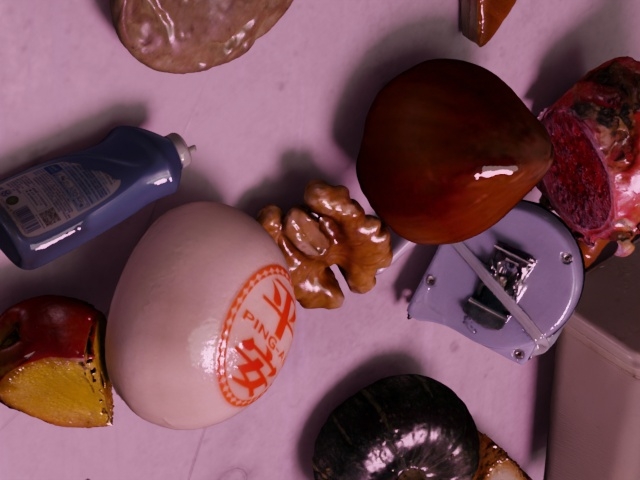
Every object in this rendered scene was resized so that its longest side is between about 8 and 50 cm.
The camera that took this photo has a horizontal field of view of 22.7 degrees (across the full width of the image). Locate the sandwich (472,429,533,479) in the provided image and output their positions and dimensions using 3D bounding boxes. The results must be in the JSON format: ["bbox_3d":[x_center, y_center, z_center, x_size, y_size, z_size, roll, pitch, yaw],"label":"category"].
[{"bbox_3d":[0.176,0.421,2.156,0.301,0.099,0.271,-47,143,-7],"label":"sandwich"}]

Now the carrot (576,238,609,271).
[{"bbox_3d":[0.340,0.008,2.041,0.048,0.048,0.216,6,121,-43],"label":"carrot"}]

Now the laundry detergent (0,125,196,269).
[{"bbox_3d":[-0.208,-0.050,1.487,0.206,0.096,0.061,-28,137,-22],"label":"laundry detergent"}]

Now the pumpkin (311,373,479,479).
[{"bbox_3d":[0.093,0.263,1.928,0.212,0.152,0.211,-17,124,-28],"label":"pumpkin"}]

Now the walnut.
[{"bbox_3d":[0.000,0.000,1.711,0.143,0.069,0.170,-26,135,6],"label":"walnut"}]

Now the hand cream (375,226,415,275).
[{"bbox_3d":[0.136,-0.048,1.813,0.255,0.048,0.079,-46,-178,-8],"label":"hand cream"}]

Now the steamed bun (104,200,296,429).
[{"bbox_3d":[-0.104,0.081,1.581,0.232,0.145,0.232,-52,151,-44],"label":"steamed bun"}]

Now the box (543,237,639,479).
[{"bbox_3d":[0.465,0.173,2.141,0.352,0.177,0.343,-29,136,-33],"label":"box"}]

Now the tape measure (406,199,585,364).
[{"bbox_3d":[0.214,0.041,1.852,0.107,0.182,0.181,-24,134,-70],"label":"tape measure"}]

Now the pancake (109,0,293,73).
[{"bbox_3d":[-0.095,-0.262,1.471,0.242,0.050,0.242,-30,143,-26],"label":"pancake"}]

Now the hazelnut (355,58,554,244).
[{"bbox_3d":[0.149,-0.090,1.678,0.208,0.208,0.208,-22,131,-27],"label":"hazelnut"}]

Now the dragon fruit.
[{"bbox_3d":[0.333,-0.084,1.845,0.147,0.211,0.282,-34,173,-25],"label":"dragon fruit"}]

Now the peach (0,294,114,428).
[{"bbox_3d":[-0.253,0.114,1.559,0.127,0.092,0.172,-20,147,18],"label":"peach"}]

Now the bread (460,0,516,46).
[{"bbox_3d":[0.181,-0.265,1.703,0.062,0.043,0.109,-25,131,-22],"label":"bread"}]
